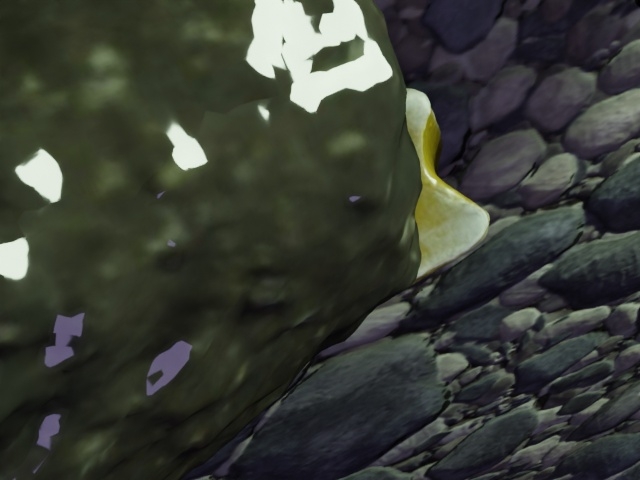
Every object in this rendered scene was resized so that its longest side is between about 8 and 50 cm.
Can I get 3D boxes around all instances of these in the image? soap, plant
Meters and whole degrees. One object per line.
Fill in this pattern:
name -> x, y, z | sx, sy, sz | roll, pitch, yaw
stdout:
soap -> 0.000, 0.000, 0.640 | 0.140, 0.073, 0.232 | -30, 178, 5
plant -> -0.140, 0.017, 0.382 | 0.321, 0.194, 0.181 | -30, 145, -22

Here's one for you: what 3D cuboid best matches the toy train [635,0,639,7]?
toy train -> 0.210, -0.175, 0.602 | 0.177, 0.134, 0.261 | -21, 150, 1
